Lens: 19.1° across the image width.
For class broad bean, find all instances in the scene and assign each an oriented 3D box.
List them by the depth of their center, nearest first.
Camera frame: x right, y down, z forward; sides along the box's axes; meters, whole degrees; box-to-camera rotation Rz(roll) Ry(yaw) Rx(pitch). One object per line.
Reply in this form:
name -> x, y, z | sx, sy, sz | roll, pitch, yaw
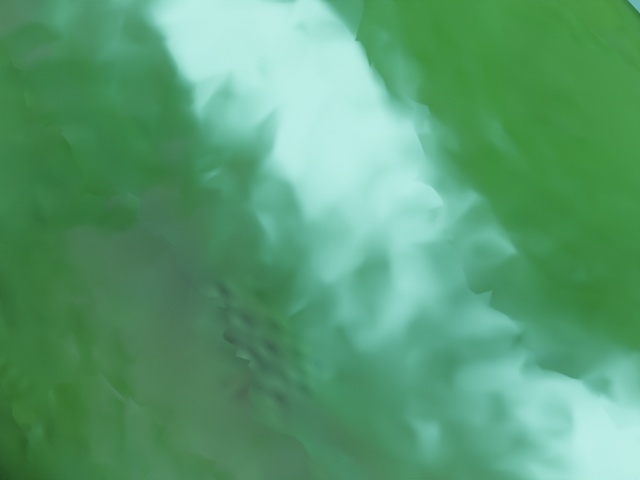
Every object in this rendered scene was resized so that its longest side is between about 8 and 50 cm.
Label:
broad bean -> 0.000, 0.000, 0.404 | 0.189, 0.121, 0.263 | -40, 86, -27
